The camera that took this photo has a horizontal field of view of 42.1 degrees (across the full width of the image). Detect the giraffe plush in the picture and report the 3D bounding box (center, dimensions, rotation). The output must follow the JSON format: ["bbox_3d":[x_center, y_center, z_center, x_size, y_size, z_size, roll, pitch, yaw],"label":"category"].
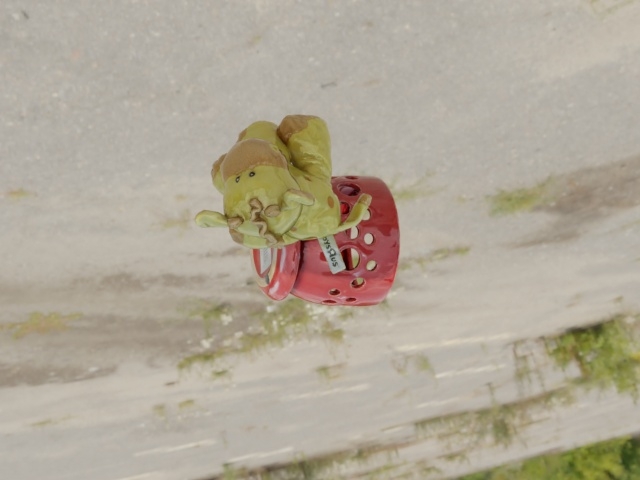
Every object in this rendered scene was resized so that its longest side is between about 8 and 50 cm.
[{"bbox_3d":[-0.060,-0.052,0.955,0.181,0.210,0.170,-43,164,16],"label":"giraffe plush"}]

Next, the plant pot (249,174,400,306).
[{"bbox_3d":[0.000,0.000,1.180,0.174,0.191,0.191,1,155,-23],"label":"plant pot"}]
